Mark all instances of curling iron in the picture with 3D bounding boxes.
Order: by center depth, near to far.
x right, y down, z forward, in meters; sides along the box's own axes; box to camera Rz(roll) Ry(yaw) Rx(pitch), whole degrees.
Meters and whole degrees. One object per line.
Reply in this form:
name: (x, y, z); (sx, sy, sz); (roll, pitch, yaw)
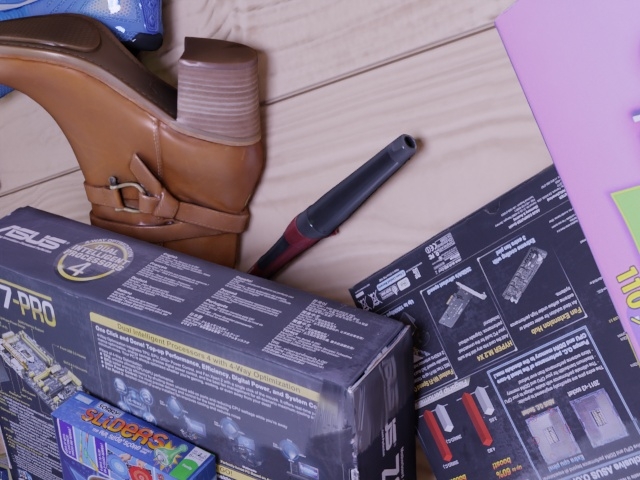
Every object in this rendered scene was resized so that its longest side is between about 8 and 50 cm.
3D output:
curling iron: (0.000, 0.000, 0.886); (0.068, 0.035, 0.274); (54, 130, 15)

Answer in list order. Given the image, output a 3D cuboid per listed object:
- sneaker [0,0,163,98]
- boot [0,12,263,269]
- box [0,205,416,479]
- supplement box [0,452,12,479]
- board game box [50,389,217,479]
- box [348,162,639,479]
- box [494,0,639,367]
sneaker: (-0.274, -0.185, 1.033); (0.330, 0.129, 0.147); (-17, 85, 43)
boot: (-0.193, -0.081, 0.937); (0.283, 0.109, 0.220); (6, 119, -3)
box: (-0.112, 0.166, 0.866); (0.394, 0.097, 0.318); (15, 127, 30)
supplement box: (-0.351, 0.293, 1.234); (0.056, 0.083, 0.083); (3, 101, 42)
board game box: (-0.142, 0.228, 0.837); (0.136, 0.035, 0.201); (20, 128, 25)
box: (0.186, 0.074, 0.704); (0.307, 0.076, 0.243); (-35, 76, 41)
box: (0.234, -0.039, 0.506); (0.117, 0.243, 0.214); (-33, 71, 43)
